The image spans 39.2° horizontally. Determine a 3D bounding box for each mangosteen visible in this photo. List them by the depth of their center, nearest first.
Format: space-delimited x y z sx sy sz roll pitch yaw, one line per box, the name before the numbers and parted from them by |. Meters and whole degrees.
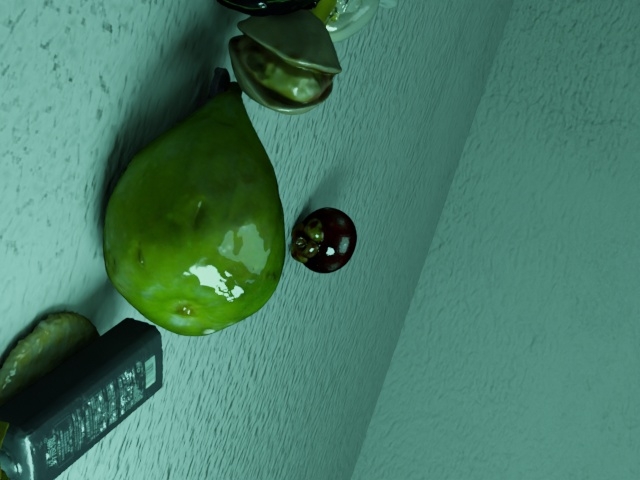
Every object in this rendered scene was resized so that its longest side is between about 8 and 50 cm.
mangosteen | 0.000 0.000 1.713 0.140 0.140 0.140 -56 157 -39

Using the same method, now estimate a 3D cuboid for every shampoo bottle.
shampoo bottle | -0.292 0.201 1.013 0.309 0.071 0.098 -41 142 -53

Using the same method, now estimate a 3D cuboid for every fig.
fig | -0.163 -0.045 1.105 0.233 0.233 0.314 47 23 -70

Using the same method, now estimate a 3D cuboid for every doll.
doll | 0.013 -0.347 1.312 0.252 0.111 0.237 -43 161 -10

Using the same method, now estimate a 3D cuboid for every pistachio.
pistachio | -0.042 -0.228 1.133 0.215 0.143 0.144 -109 -156 -58

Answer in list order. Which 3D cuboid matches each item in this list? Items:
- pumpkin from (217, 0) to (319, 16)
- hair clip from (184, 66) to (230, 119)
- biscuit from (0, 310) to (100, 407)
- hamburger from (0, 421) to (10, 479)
pumpkin | -0.051 -0.406 0.993 0.296 0.295 0.296 -56 157 -39
hair clip | -0.145 -0.133 1.255 0.146 0.056 0.187 -63 152 -20
biscuit | -0.324 0.187 1.068 0.220 0.033 0.220 -52 151 -44
hamburger | -0.348 0.201 0.619 0.291 0.290 0.225 -49 153 -49
